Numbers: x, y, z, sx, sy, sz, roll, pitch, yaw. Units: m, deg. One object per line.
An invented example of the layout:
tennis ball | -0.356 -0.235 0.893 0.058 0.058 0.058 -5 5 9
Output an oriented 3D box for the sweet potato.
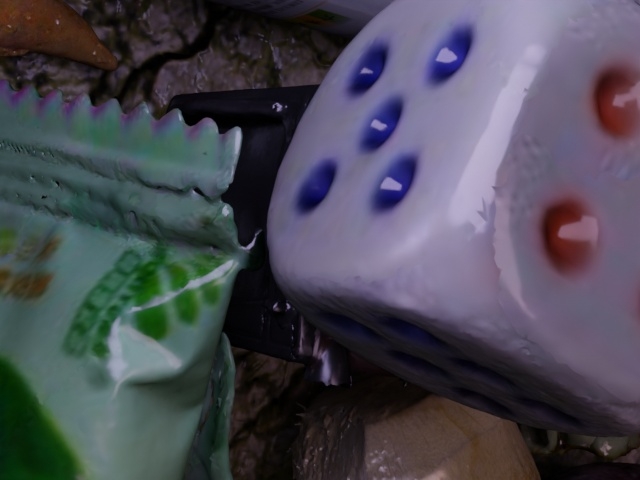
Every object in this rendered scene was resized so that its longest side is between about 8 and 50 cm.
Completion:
sweet potato | -0.216 -0.146 0.875 0.206 0.060 0.068 15 126 -32

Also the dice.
dice | 0.103 -0.017 0.722 0.193 0.194 0.192 30 74 -30

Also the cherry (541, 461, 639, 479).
cherry | 0.220 0.264 1.108 0.195 0.195 0.195 -4 98 -30

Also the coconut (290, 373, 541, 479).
coconut | 0.073 0.193 1.016 0.194 0.194 0.194 -4 98 -30

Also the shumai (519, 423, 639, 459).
shumai | 0.194 0.098 1.123 0.184 0.184 0.142 5 121 -31

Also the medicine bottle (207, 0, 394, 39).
medicine bottle | -0.023 -0.204 0.907 0.324 0.179 0.124 12 90 -30

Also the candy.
candy | -0.165 0.108 0.824 0.172 0.263 0.398 0 99 -63

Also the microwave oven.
microwave oven | 0.001 -0.002 0.912 0.188 0.247 0.178 8 89 -32
